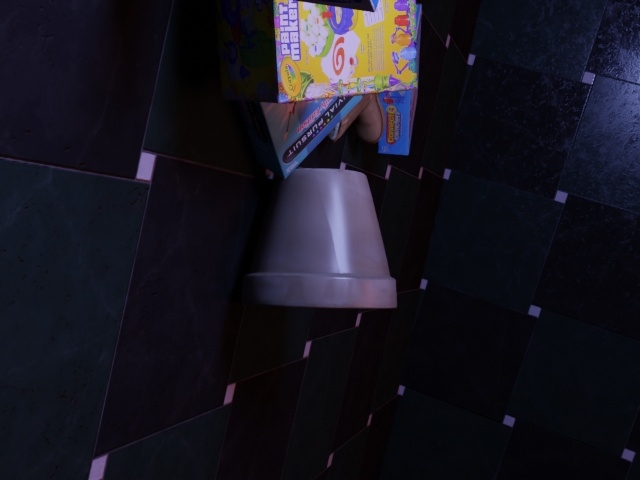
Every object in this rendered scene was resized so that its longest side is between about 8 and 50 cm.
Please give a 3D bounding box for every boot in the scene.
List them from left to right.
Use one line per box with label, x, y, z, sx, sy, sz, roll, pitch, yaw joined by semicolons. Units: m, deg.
boot;0.072;-0.306;2.048;0.269;0.089;0.236;-53;138;-54

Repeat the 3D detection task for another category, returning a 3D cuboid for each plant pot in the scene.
plant pot;0.000;0.000;1.723;0.323;0.323;0.280;9;82;-72

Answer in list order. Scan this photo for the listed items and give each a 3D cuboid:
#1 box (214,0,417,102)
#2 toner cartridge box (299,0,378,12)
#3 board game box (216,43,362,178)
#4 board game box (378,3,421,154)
box;-0.007;-0.377;1.321;0.279;0.177;0.289;-12;107;-34
toner cartridge box;-0.079;-0.407;1.069;0.075;0.348;0.165;32;73;-73
board game box;-0.043;-0.312;1.562;0.253;0.079;0.336;-48;152;-18
board game box;0.218;-0.445;2.281;0.308;0.086;0.301;-76;168;-48
